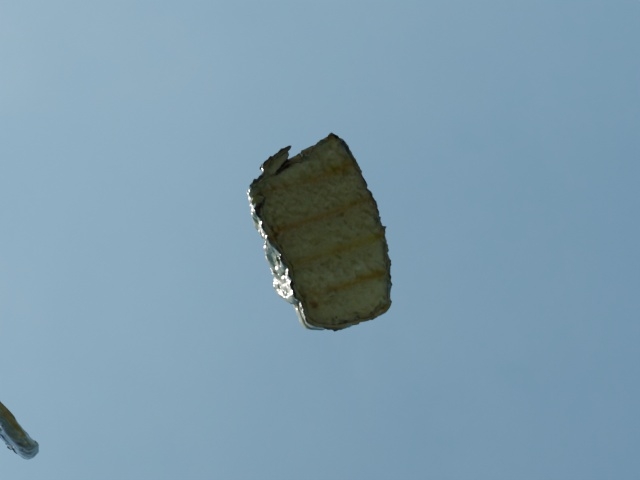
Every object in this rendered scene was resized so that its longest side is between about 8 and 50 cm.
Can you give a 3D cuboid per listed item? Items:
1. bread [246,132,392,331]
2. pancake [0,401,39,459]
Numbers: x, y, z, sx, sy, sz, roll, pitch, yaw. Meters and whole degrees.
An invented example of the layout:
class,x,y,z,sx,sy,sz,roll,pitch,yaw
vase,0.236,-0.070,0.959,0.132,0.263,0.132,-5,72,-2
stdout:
class,x,y,z,sx,sy,sz,roll,pitch,yaw
bread,-0.002,-0.005,1.323,0.103,0.110,0.156,-15,-87,-5
pancake,-0.256,0.109,1.153,0.129,0.116,0.022,29,-112,26
